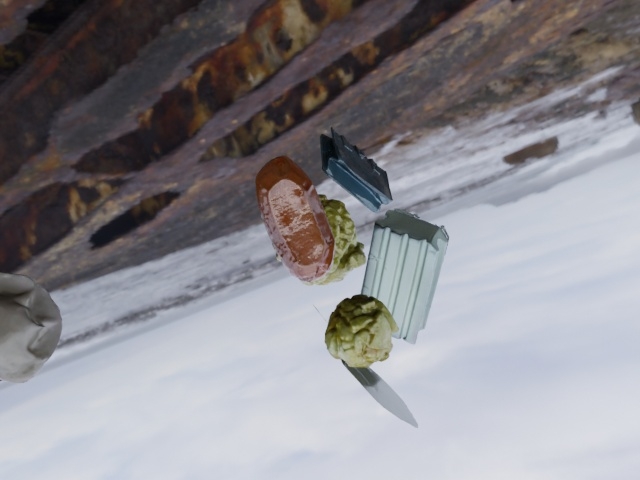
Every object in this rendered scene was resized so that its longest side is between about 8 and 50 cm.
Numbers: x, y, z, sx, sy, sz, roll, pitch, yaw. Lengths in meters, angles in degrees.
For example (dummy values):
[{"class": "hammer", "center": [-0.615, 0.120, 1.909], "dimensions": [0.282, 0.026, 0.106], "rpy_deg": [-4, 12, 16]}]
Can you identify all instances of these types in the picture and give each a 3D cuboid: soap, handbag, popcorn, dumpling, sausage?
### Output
[{"class": "soap", "center": [0.173, 0.074, 1.509], "dimensions": [0.150, 0.262, 0.094], "rpy_deg": [20, -149, 17]}, {"class": "handbag", "center": [0.098, -0.192, 1.901], "dimensions": [0.062, 0.229, 0.179], "rpy_deg": [-36, -144, 26]}, {"class": "popcorn", "center": [0.063, 0.144, 1.105], "dimensions": [0.116, 0.106, 0.121], "rpy_deg": [-45, -156, 5]}, {"class": "dumpling", "center": [-0.758, 0.199, 1.693], "dimensions": [0.204, 0.293, 0.163], "rpy_deg": [-33, 171, 8]}, {"class": "sausage", "center": [-0.050, -0.040, 1.405], "dimensions": [0.133, 0.259, 0.133], "rpy_deg": [-22, -170, 4]}, {"class": "popcorn", "center": [0.000, 0.000, 1.766], "dimensions": [0.254, 0.256, 0.195], "rpy_deg": [27, -121, 38]}]

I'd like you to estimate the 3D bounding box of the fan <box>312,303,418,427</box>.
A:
[{"class": "fan", "center": [0.058, 0.203, 1.208], "dimensions": [0.010, 0.310, 0.182], "rpy_deg": [-47, 134, 5]}]
